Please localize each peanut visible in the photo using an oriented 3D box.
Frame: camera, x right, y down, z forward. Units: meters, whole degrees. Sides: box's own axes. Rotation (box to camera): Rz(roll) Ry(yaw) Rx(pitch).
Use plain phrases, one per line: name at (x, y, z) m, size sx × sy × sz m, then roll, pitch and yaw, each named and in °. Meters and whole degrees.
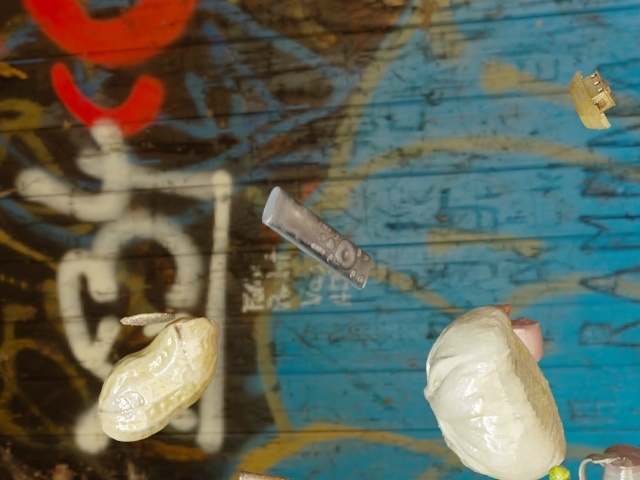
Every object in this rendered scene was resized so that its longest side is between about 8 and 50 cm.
peanut at (-0.339, 0.292, 1.807) m, size 0.174 × 0.340 × 0.158 m, roll 53°, pitch -178°, yaw -10°

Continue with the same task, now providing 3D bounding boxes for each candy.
candy at (0.445, 0.422, 1.478) m, size 0.123 × 0.035 × 0.035 m, roll -173°, pitch 81°, yaw -65°

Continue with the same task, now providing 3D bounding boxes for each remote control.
remote control at (0.000, 0.000, 2.174) m, size 0.378 × 0.044 × 0.107 m, roll 36°, pitch -115°, yaw -37°

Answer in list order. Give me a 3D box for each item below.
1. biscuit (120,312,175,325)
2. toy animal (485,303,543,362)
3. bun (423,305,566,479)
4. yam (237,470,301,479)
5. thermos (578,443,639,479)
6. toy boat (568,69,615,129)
biscuit at (-0.381, 0.174, 1.880) m, size 0.120 × 0.120 × 0.015 m, roll 50°, pitch -148°, yaw -76°
toy animal at (0.456, 0.299, 2.062) m, size 0.195 × 0.169 × 0.281 m, roll -3°, pitch -83°, yaw -65°
bun at (0.332, 0.314, 1.681) m, size 0.365 × 0.219 × 0.365 m, roll 52°, pitch -157°, yaw -34°
yam at (-0.085, 0.635, 2.192) m, size 0.046 × 0.264 × 0.046 m, roll 9°, pitch -90°, yaw -89°
thermos at (0.657, 0.575, 1.868) m, size 0.146 × 0.176 × 0.264 m, roll -27°, pitch -65°, yaw -44°
toy boat at (0.586, -0.303, 1.818) m, size 0.057 × 0.077 × 0.200 m, roll 47°, pitch -152°, yaw -28°
